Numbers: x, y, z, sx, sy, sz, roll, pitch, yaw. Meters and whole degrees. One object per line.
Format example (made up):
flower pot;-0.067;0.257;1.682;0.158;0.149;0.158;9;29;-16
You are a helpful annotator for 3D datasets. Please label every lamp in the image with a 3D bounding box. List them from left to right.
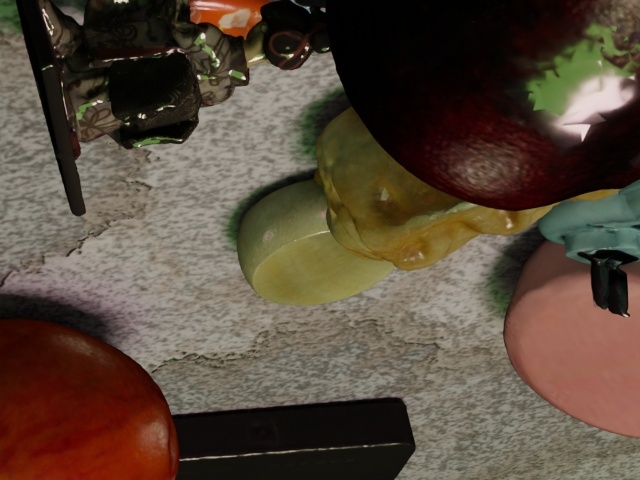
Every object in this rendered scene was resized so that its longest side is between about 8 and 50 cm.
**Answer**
lamp;0.316;-0.049;1.390;0.284;0.147;0.209;-28;159;22

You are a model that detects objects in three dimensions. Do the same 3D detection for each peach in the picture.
peach;-0.265;0.185;1.464;0.281;0.238;0.281;-14;-165;4

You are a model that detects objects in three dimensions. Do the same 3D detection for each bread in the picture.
bread;0.122;-0.071;1.300;0.267;0.130;0.152;-23;112;15

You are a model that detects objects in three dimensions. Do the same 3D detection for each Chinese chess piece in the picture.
Chinese chess piece;0.000;0.000;1.436;0.144;0.058;0.144;-10;152;-6

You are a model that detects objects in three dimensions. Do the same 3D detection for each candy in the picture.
candy;0.290;0.082;1.568;0.255;0.094;0.255;15;142;12

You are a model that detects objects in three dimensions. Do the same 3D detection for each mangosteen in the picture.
mangosteen;0.148;-0.148;1.011;0.297;0.293;0.297;-33;169;-7

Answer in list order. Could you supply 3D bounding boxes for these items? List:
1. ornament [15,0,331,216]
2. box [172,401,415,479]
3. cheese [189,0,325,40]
ornament;-0.091;-0.133;1.078;0.196;0.153;0.166;-13;147;-9
box;-0.086;0.252;1.826;0.350;0.058;0.211;-2;150;-19
cheese;-0.038;-0.150;1.184;0.256;0.037;0.106;1;148;-23
